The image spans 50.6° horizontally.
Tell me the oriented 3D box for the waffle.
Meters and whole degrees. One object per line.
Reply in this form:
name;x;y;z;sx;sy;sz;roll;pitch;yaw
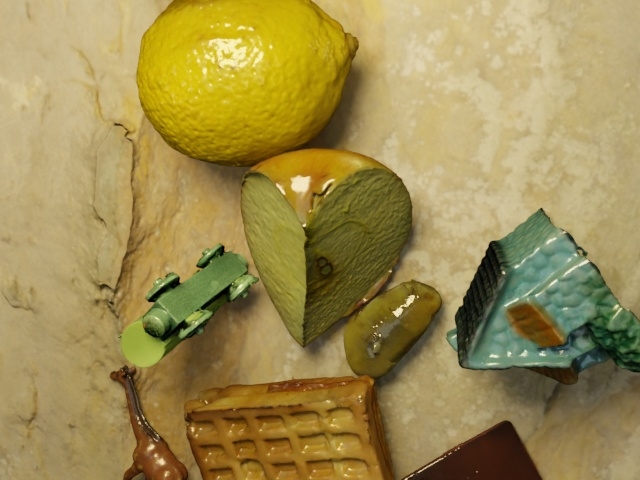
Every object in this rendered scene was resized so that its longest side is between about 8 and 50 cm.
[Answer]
waffle;-0.048;0.336;1.104;0.328;0.098;0.224;-10;107;19

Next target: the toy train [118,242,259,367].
toy train;-0.207;0.101;1.056;0.105;0.253;0.157;46;120;0

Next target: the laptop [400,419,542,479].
laptop;0.247;0.399;1.085;0.207;0.026;0.154;-29;88;-5

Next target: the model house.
model house;0.292;0.118;0.936;0.241;0.261;0.226;-36;90;14

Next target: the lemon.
lemon;-0.106;-0.236;0.959;0.322;0.268;0.268;-16;96;19

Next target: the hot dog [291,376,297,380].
hot dog;-0.012;0.288;1.149;0.056;0.041;0.133;-29;98;25

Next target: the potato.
potato;0.111;0.138;1.072;0.188;0.085;0.105;-43;95;10

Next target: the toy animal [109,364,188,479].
toy animal;-0.317;0.363;1.215;0.224;0.066;0.229;31;115;25

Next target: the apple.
apple;0.000;0.000;1.002;0.254;0.179;0.346;10;139;9
